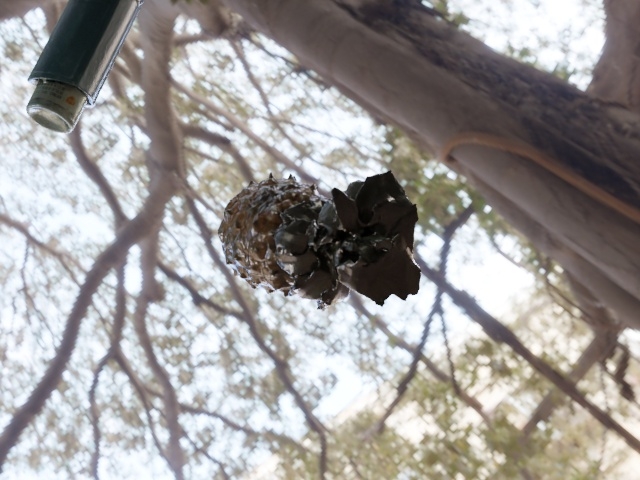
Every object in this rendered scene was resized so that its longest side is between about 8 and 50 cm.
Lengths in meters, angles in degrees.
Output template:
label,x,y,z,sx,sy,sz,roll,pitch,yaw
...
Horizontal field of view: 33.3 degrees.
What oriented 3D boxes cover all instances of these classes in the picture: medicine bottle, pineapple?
label,x,y,z,sx,sy,sz,roll,pitch,yaw
medicine bottle,-0.293,-0.263,1.326,0.124,0.079,0.258,56,-132,-59
pineapple,0.000,0.000,0.911,0.111,0.237,0.119,-42,-65,-20
